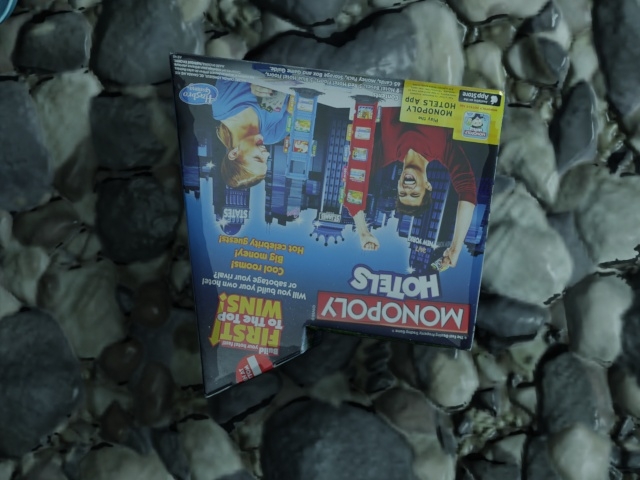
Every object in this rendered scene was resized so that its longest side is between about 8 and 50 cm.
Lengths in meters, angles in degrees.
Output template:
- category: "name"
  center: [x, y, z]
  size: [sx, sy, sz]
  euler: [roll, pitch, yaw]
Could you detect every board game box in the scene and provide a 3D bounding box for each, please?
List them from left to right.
- category: "board game box"
  center: [0.000, 0.000, 0.899]
  size: [0.194, 0.060, 0.194]
  euler: [8, 93, 11]

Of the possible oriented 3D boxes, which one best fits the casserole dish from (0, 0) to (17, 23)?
- category: "casserole dish"
  center: [-0.230, -0.207, 0.956]
  size: [0.114, 0.037, 0.188]
  euler: [2, 92, 11]
